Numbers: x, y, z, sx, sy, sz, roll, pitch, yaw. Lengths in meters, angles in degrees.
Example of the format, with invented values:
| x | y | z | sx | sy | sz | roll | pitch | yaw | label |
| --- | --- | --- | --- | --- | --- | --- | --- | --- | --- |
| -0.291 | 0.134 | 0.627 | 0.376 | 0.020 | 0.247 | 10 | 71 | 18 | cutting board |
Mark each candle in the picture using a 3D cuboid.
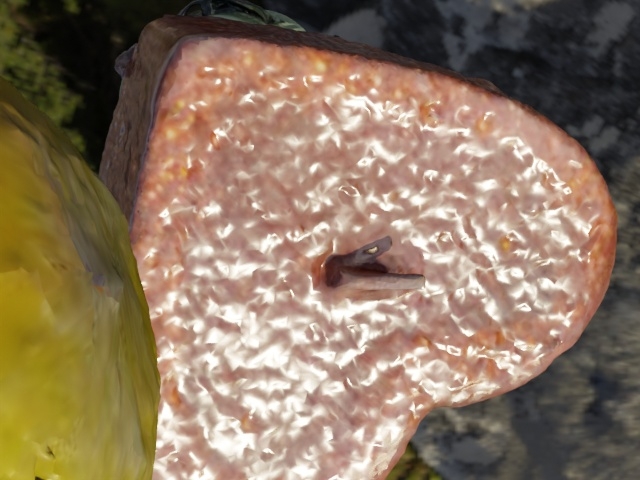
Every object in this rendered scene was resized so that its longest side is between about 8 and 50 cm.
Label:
| x | y | z | sx | sy | sz | roll | pitch | yaw | label |
| --- | --- | --- | --- | --- | --- | --- | --- | --- | --- |
| 0.000 | 0.000 | 0.854 | 0.317 | 0.131 | 0.287 | -33 | 111 | -8 | candle |

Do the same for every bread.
| x | y | z | sx | sy | sz | roll | pitch | yaw | label |
| --- | --- | --- | --- | --- | --- | --- | --- | --- | --- |
| -0.143 | 0.030 | 0.488 | 0.170 | 0.197 | 0.197 | -15 | 77 | 9 | bread |

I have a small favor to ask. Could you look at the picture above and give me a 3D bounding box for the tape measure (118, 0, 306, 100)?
| x | y | z | sx | sy | sz | roll | pitch | yaw | label |
| --- | --- | --- | --- | --- | --- | --- | --- | --- | --- |
| -0.106 | -0.101 | 1.412 | 0.235 | 0.115 | 0.207 | -25 | 90 | 30 | tape measure |
